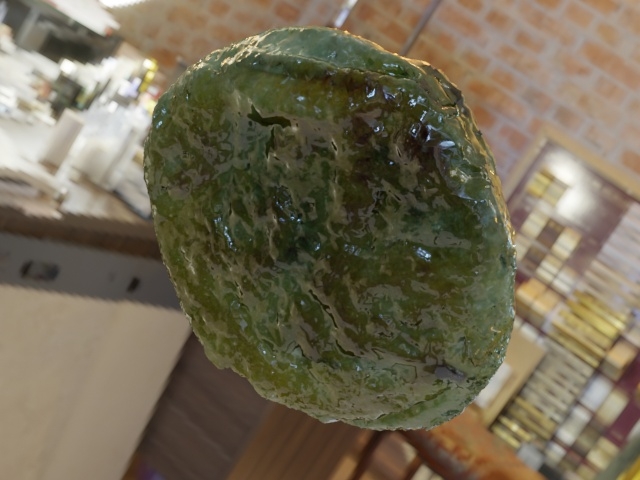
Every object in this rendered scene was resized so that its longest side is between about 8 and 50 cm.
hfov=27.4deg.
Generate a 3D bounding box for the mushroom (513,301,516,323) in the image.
[{"bbox_3d":[0.039,0.050,1.012,0.194,0.138,0.231,0,1,-14],"label":"mushroom"}]

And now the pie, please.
[{"bbox_3d":[0.000,0.000,0.820,0.277,0.277,0.078,37,37,20],"label":"pie"}]
